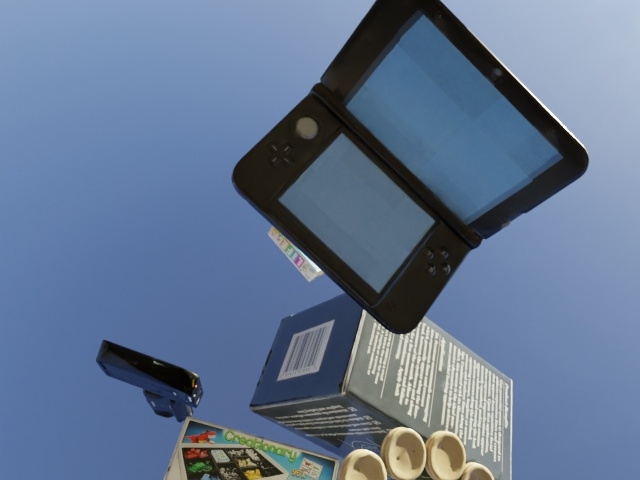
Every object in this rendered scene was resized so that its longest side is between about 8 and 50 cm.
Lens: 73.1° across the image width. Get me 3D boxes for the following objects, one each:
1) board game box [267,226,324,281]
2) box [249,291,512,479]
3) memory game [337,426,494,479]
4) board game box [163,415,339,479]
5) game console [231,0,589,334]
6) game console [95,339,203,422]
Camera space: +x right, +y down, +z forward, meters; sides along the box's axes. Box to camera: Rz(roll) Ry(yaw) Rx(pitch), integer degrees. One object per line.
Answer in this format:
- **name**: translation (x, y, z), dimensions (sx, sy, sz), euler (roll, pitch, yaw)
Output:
- **board game box**: translation (0.000, 0.000, 0.712), dimensions (0.103, 0.026, 0.154), euler (48, -144, 16)
- **box**: translation (0.123, 0.296, 0.828), dimensions (0.395, 0.293, 0.212), euler (37, -130, -20)
- **memory game**: translation (0.066, 0.230, 0.303), dimensions (0.186, 0.012, 0.186), euler (7, -107, -24)
- **board game box**: translation (-0.134, 0.465, 0.796), dimensions (0.305, 0.053, 0.193), euler (15, -117, 2)
- **game console**: translation (0.090, -0.076, 0.482), dimensions (0.293, 0.173, 0.250), euler (42, -109, -4)
- **game console**: translation (-0.367, 0.340, 0.978), dimensions (0.213, 0.361, 0.044), euler (19, -127, 3)
